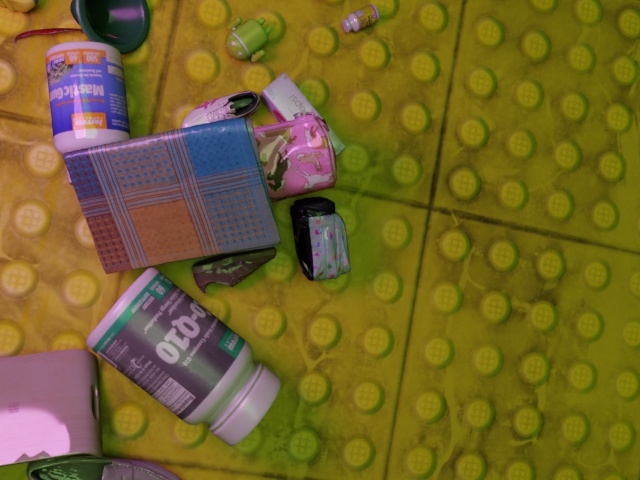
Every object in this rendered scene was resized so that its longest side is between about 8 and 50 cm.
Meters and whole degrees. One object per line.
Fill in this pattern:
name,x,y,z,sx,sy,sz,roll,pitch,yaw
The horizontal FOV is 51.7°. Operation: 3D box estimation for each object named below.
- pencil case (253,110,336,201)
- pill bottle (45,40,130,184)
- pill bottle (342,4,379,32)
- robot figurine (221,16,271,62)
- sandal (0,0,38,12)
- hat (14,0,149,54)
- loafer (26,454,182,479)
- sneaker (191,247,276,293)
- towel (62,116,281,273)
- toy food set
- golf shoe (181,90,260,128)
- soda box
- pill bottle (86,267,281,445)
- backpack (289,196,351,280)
pencil case,-0.161,-0.156,1.380,0.386,0.160,0.167,-12,78,1
pill bottle,-0.473,-0.254,1.359,0.152,0.152,0.272,-6,87,-12
pill bottle,0.094,-0.518,1.549,0.083,0.043,0.043,-28,93,-12
robot figurine,-0.164,-0.449,1.478,0.115,0.067,0.101,-40,107,-11
sandal,-0.698,-0.607,1.351,0.317,0.126,0.138,44,75,-8
hat,-0.509,-0.491,1.431,0.208,0.184,0.173,4,93,-53
loafer,-0.433,0.497,1.342,0.319,0.111,0.112,14,84,-11
sneaker,-0.184,0.062,1.456,0.188,0.066,0.071,-13,106,-7
towel,-0.284,-0.083,1.302,0.370,0.040,0.271,-10,113,3
toy food set,-0.596,0.347,1.309,0.306,0.092,0.219,-6,57,-13
golf shoe,-0.221,-0.284,1.448,0.186,0.086,0.067,-28,94,-11
soda box,-0.042,-0.266,1.490,0.069,0.074,0.216,-40,96,-11
pill bottle,-0.270,0.241,1.347,0.361,0.204,0.204,40,80,-8
backpack,0.000,0.000,1.451,0.115,0.152,0.182,-9,101,-3
